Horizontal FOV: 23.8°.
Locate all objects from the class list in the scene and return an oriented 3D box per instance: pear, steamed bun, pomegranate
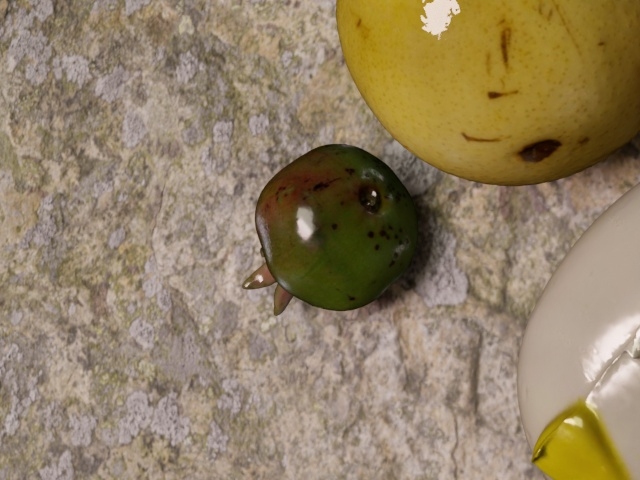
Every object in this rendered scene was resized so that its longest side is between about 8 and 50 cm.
[{"bbox_3d":[0.178,-0.226,1.449,0.348,0.348,0.348,-11,73,38],"label":"pear"},{"bbox_3d":[0.337,0.088,1.237,0.374,0.334,0.334,-53,52,19],"label":"steamed bun"},{"bbox_3d":[0.000,0.000,1.655,0.224,0.181,0.181,-38,57,46],"label":"pomegranate"}]
